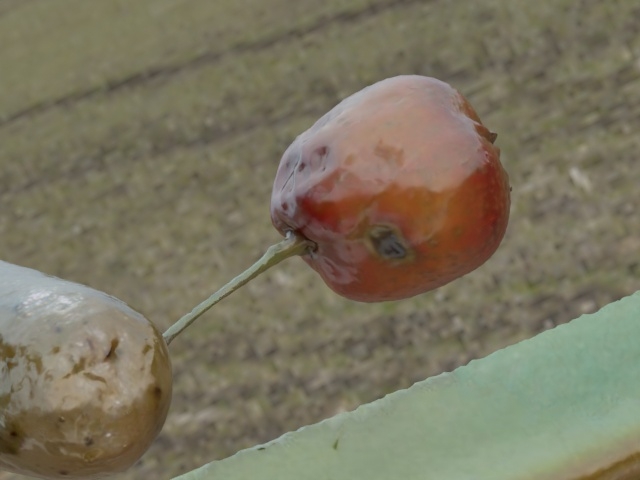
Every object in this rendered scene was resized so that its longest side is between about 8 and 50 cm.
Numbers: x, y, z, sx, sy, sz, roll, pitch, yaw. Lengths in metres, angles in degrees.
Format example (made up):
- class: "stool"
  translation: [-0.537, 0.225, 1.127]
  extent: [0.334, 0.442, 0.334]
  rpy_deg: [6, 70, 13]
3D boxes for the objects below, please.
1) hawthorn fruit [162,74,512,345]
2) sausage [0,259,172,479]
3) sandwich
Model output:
- class: "hawthorn fruit"
  translation: [0.000, 0.000, 1.371]
  extent: [0.285, 0.165, 0.165]
  rpy_deg: [-32, 14, -7]
- class: "sausage"
  translation: [-0.271, 0.045, 1.311]
  extent: [0.123, 0.136, 0.501]
  rpy_deg: [-7, 21, -40]
- class: "sandwich"
  translation: [0.008, 0.092, 0.576]
  extent: [0.245, 0.063, 0.212]
  rpy_deg: [-42, -23, 28]
